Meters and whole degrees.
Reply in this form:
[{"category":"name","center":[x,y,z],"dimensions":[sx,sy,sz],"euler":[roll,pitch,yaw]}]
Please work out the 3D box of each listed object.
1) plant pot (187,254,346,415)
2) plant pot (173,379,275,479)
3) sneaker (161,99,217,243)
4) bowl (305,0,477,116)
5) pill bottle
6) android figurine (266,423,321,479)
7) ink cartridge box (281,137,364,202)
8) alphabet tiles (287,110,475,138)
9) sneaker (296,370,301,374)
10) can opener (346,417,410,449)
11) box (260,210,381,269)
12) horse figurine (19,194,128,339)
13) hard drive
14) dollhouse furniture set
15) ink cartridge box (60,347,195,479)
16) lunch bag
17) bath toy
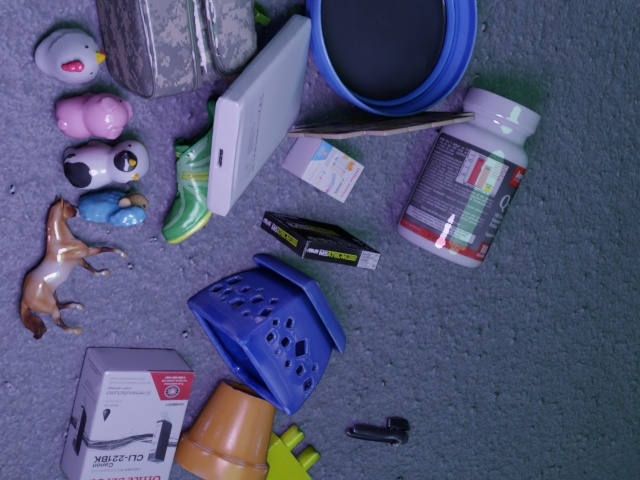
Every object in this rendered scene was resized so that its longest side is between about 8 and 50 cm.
[{"category":"plant pot","center":[-0.096,0.178,2.002],"dimensions":[0.212,0.236,0.236],"euler":[-41,126,-18]},{"category":"plant pot","center":[-0.185,0.406,2.065],"dimensions":[0.205,0.205,0.188],"euler":[24,86,-37]},{"category":"sneaker","center":[-0.238,-0.135,1.865],"dimensions":[0.123,0.109,0.295],"euler":[26,92,-23]},{"category":"bowl","center":[0.141,-0.443,1.934],"dimensions":[0.391,0.077,0.391],"euler":[-6,101,-32]},{"category":"pill bottle","center":[0.330,-0.140,2.142],"dimensions":[0.210,0.210,0.363],"euler":[18,100,-36]},{"category":"android figurine","center":[-0.129,0.552,2.244],"dimensions":[0.273,0.056,0.248],"euler":[-42,127,-11]},{"category":"ink cartridge box","center":[0.012,-0.150,2.011],"dimensions":[0.143,0.090,0.092],"euler":[28,94,-37]},{"category":"alphabet tiles","center":[0.122,-0.229,1.915],"dimensions":[0.342,0.285,0.011],"euler":[-14,105,-34]},{"category":"sneaker","center":[-0.069,0.328,2.199],"dimensions":[0.057,0.047,0.119],"euler":[27,93,-26]},{"category":"can opener","center":[0.142,0.475,2.394],"dimensions":[0.186,0.073,0.059],"euler":[8,144,-31]},{"category":"box","center":[0.000,0.000,2.010],"dimensions":[0.190,0.184,0.045],"euler":[11,106,-34]},{"category":"horse figurine","center":[-0.481,0.069,1.809],"dimensions":[0.174,0.066,0.263],"euler":[34,88,-43]},{"category":"hard drive","center":[-0.107,-0.233,1.758],"dimensions":[0.353,0.047,0.233],"euler":[-59,164,-50]},{"category":"dollhouse furniture set","center":[-0.162,-0.380,1.844],"dimensions":[0.076,0.058,0.152],"euler":[17,120,-44]},{"category":"ink cartridge box","center":[-0.389,0.363,1.961],"dimensions":[0.197,0.114,0.273],"euler":[6,108,-35]},{"category":"lunch bag","center":[-0.233,-0.417,1.670],"dimensions":[0.256,0.212,0.305],"euler":[-20,118,-30]},{"category":"bath toy","center":[-0.390,-0.198,1.704],"dimensions":[0.151,0.129,0.348],"euler":[-20,118,-17]}]
